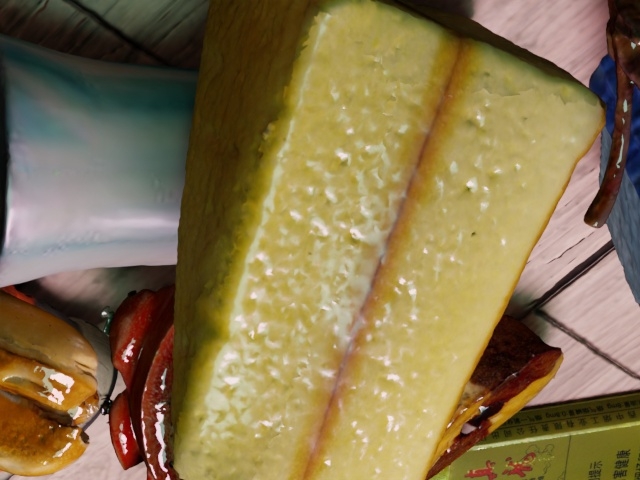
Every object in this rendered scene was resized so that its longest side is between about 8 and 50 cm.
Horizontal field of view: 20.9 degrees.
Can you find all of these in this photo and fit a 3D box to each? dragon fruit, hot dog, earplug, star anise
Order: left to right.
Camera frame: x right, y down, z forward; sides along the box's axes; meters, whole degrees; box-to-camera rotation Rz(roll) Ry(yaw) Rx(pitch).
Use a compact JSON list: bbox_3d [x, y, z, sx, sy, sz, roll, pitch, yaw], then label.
[{"bbox_3d":[-0.312,0.065,1.311,0.337,0.100,0.135,20,127,18],"label":"hot dog"},{"bbox_3d":[-0.097,-0.060,1.292,0.324,0.185,0.185,-1,134,-23],"label":"earplug"},{"bbox_3d":[-0.056,0.131,1.450,0.268,0.130,0.295,-39,132,-30],"label":"dragon fruit"},{"bbox_3d":[0.215,-0.142,1.098,0.073,0.234,0.177,15,157,9],"label":"star anise"}]

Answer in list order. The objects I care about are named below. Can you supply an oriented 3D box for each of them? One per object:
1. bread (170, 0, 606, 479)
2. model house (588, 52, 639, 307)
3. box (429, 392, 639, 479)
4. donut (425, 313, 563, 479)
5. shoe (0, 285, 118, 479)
[{"bbox_3d":[0.000,0.000,1.217,0.233,0.245,0.362,17,101,-27],"label":"bread"},{"bbox_3d":[0.356,-0.093,1.283,0.294,0.252,0.329,-14,140,-1],"label":"model house"},{"bbox_3d":[0.195,0.237,1.723,0.311,0.043,0.173,-8,135,-7],"label":"box"},{"bbox_3d":[0.128,0.138,1.551,0.184,0.073,0.166,-42,164,1],"label":"donut"},{"bbox_3d":[-0.344,0.143,1.445,0.336,0.132,0.171,-32,127,14],"label":"shoe"}]
